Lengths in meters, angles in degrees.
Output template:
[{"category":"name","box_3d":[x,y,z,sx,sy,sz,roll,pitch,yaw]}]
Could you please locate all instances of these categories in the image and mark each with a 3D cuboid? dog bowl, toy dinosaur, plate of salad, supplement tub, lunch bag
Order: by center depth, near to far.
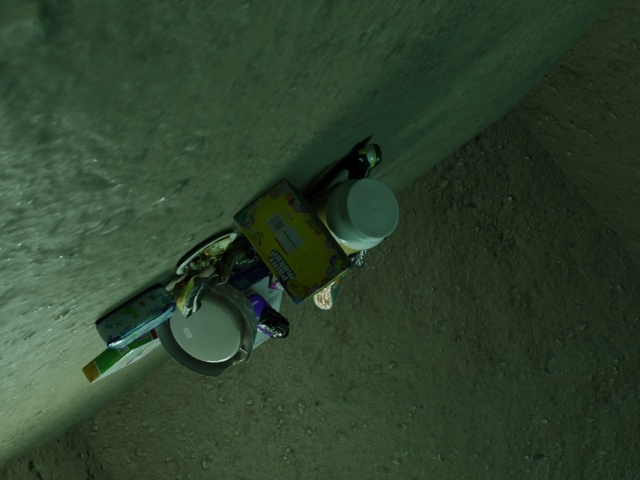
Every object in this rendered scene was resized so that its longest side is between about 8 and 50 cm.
[{"category":"plate of salad","box_3d":[-0.316,0.045,1.510,0.200,0.048,0.200,-36,175,-4]},{"category":"lunch bag","box_3d":[-0.525,0.224,1.543,0.219,0.090,0.176,-33,177,-19]},{"category":"toy dinosaur","box_3d":[-0.257,0.047,1.717,0.160,0.121,0.313,-25,-177,16]},{"category":"supplement tub","box_3d":[0.085,-0.070,1.738,0.228,0.228,0.316,-33,-173,-31]},{"category":"dog bowl","box_3d":[-0.365,0.276,1.749,0.349,0.348,0.102,-39,-173,27]}]

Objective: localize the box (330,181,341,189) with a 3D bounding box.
[{"category":"box","box_3d":[0.041,-0.083,2.010,0.203,0.167,0.168,-36,175,-3]}]

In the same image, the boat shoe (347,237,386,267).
[{"category":"boat shoe","box_3d":[0.210,-0.027,2.123,0.340,0.113,0.127,-57,179,17]}]

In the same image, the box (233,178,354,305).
[{"category":"box","box_3d":[-0.061,0.009,1.506,0.177,0.290,0.279,-37,174,5]}]

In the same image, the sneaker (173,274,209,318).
[{"category":"sneaker","box_3d":[-0.399,0.154,1.583,0.081,0.094,0.208,-36,168,-40]}]

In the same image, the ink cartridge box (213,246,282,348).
[{"category":"ink cartridge box","box_3d":[-0.273,0.217,1.981,0.270,0.151,0.395,-30,140,-50]}]

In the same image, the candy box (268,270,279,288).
[{"category":"candy box","box_3d":[-0.123,0.039,1.769,0.071,0.233,0.159,7,166,-9]}]

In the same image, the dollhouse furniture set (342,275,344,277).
[{"category":"dollhouse furniture set","box_3d":[0.000,0.000,2.301,0.362,0.256,0.394,-49,159,-5]}]

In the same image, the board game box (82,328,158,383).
[{"category":"board game box","box_3d":[-0.723,0.415,2.062,0.242,0.064,0.316,-38,175,15]}]

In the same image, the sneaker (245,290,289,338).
[{"category":"sneaker","box_3d":[-0.180,0.273,1.869,0.102,0.146,0.293,-58,154,-14]}]

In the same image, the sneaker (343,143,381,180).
[{"category":"sneaker","box_3d":[0.110,-0.244,1.680,0.097,0.084,0.234,-9,164,-18]}]

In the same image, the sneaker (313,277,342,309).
[{"category":"sneaker","box_3d":[0.030,0.134,2.106,0.121,0.108,0.302,-63,165,-44]}]
